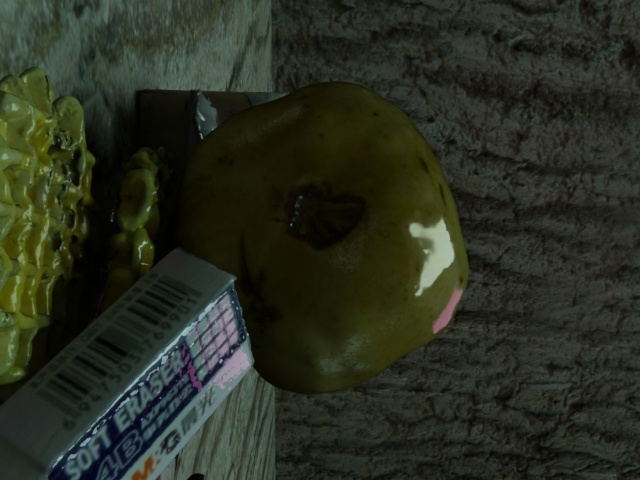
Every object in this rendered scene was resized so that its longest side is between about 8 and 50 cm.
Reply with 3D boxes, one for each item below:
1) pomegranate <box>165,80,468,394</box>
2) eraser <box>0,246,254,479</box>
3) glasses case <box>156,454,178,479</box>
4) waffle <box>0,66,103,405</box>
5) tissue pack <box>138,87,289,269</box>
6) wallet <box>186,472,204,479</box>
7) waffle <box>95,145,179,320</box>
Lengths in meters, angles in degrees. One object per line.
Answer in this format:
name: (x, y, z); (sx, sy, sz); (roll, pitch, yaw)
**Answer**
pomegranate: (0.000, 0.000, 0.855); (0.332, 0.332, 0.332); (3, 90, -88)
eraser: (-0.173, 0.144, 0.628); (0.287, 0.086, 0.130); (-47, 148, -38)
glasses case: (-0.224, 0.280, 0.917); (0.321, 0.082, 0.122); (-81, 167, -72)
waffle: (-0.234, -0.002, 0.631); (0.250, 0.056, 0.261); (-85, -177, -51)
tissue pack: (-0.139, -0.047, 1.050); (0.238, 0.238, 0.305); (-69, 162, -83)
wallet: (-0.231, 0.502, 1.113); (0.321, 0.044, 0.170); (-85, -162, -50)
waffle: (-0.201, 0.030, 0.818); (0.280, 0.060, 0.262); (157, -54, -76)
